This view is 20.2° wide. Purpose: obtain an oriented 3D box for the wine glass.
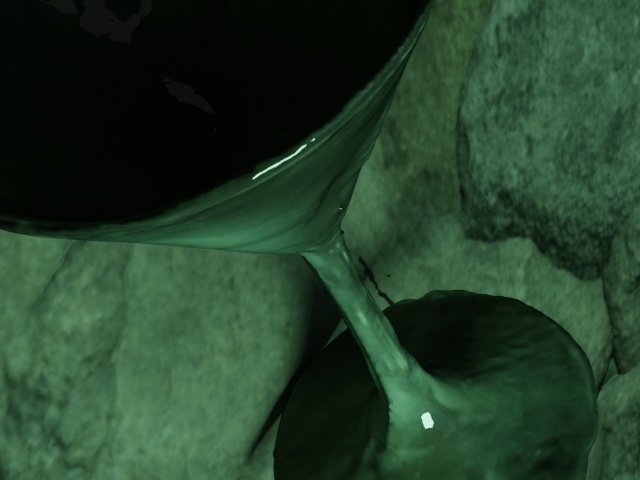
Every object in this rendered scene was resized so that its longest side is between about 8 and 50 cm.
[{"bbox_3d":[0.000,0.000,0.907,0.267,0.267,0.406,-58,143,-20],"label":"wine glass"}]
